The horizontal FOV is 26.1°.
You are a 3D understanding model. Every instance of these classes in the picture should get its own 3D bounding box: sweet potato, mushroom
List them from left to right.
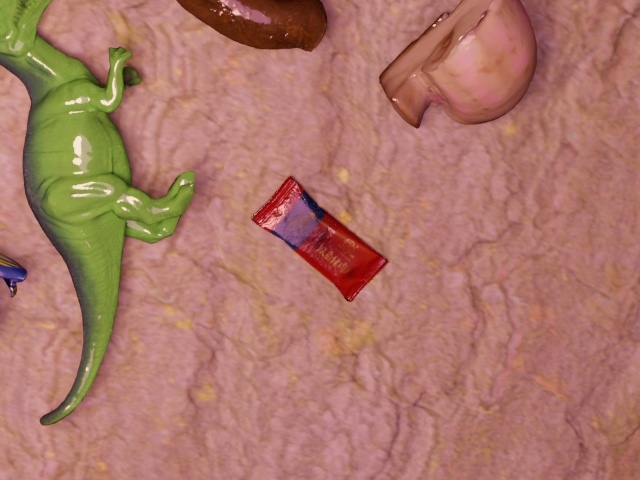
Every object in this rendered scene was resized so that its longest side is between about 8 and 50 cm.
[{"bbox_3d":[-0.124,-0.331,1.815,0.286,0.085,0.112,31,72,-13],"label":"sweet potato"},{"bbox_3d":[0.221,-0.228,1.878,0.236,0.162,0.173,-46,107,1],"label":"mushroom"}]

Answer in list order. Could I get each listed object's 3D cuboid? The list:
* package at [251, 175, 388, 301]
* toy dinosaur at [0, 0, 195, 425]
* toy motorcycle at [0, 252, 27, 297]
[{"bbox_3d":[0.000,0.000,1.947,0.200,0.022,0.083,41,90,-20],"label":"package"},{"bbox_3d":[-0.370,-0.044,1.785,0.374,0.144,0.500,31,89,-13],"label":"toy dinosaur"},{"bbox_3d":[-0.537,0.017,1.764,0.315,0.113,0.169,24,98,-6],"label":"toy motorcycle"}]
